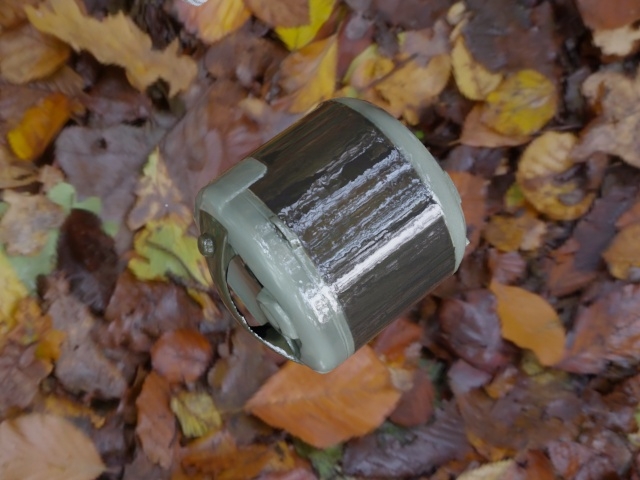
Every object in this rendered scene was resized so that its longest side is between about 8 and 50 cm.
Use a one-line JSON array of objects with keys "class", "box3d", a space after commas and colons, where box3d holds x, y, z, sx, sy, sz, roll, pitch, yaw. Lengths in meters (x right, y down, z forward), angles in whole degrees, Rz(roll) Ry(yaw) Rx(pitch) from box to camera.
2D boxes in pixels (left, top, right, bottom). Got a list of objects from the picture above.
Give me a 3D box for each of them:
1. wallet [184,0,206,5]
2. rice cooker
[{"class": "wallet", "box3d": [-0.238, -0.408, 1.547, 0.032, 0.183, 0.124, -43, 131, -9]}, {"class": "rice cooker", "box3d": [0.000, 0.000, 1.472, 0.325, 0.335, 0.335, -38, 97, -15]}]
